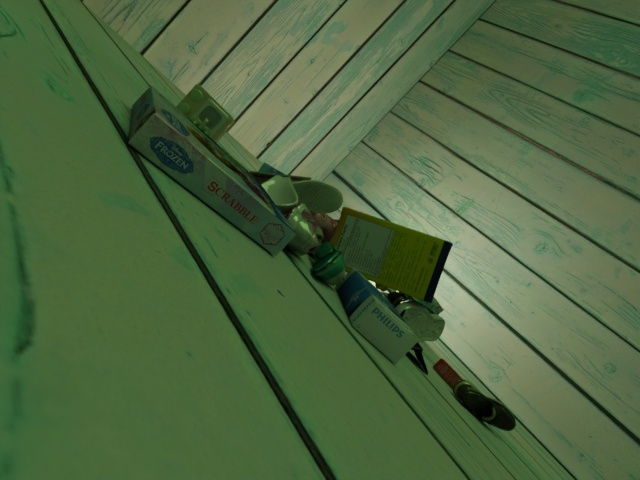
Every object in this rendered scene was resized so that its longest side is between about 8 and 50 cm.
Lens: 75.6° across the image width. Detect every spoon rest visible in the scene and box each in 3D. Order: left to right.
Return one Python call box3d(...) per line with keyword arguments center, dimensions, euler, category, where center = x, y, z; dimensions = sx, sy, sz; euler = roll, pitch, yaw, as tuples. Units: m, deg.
box3d(center=(-0.119, -0.128, 1.124), dimensions=(0.137, 0.084, 0.276), euler=(8, 15, 2), category="spoon rest")

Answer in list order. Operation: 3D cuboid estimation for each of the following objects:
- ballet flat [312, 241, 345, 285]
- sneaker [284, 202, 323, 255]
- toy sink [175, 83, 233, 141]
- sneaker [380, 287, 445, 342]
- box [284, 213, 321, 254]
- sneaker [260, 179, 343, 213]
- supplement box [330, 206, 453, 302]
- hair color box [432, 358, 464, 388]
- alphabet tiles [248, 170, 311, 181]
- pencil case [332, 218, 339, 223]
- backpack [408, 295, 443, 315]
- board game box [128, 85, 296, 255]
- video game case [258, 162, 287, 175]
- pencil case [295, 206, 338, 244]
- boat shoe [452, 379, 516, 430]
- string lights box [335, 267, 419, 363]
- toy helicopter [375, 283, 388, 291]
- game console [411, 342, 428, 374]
box3d(center=(0.030, 0.066, 1.047), dimensions=(0.087, 0.083, 0.247), euler=(58, 4, -9), category="ballet flat")
box3d(center=(-0.051, -0.017, 1.015), dimensions=(0.111, 0.103, 0.252), euler=(48, 10, -4), category="sneaker")
box3d(center=(-0.368, -0.391, 1.308), dimensions=(0.153, 0.131, 0.234), euler=(42, 5, -16), category="toy sink")
box3d(center=(0.254, 0.236, 1.384), dimensions=(0.236, 0.130, 0.322), euler=(27, 3, 42), category="sneaker")
box3d(center=(-0.050, -0.022, 1.238), dimensions=(0.145, 0.038, 0.186), euler=(54, -2, -42), category="box")
box3d(center=(-0.074, -0.158, 1.363), dimensions=(0.282, 0.102, 0.161), euler=(7, 9, -16), category="sneaker")
box3d(center=(0.219, 0.049, 1.342), dimensions=(0.356, 0.194, 0.195), euler=(20, -2, 15), category="supplement box")
box3d(center=(0.430, 0.449, 1.328), dimensions=(0.141, 0.043, 0.072), euler=(47, 4, 28), category="hair color box")
box3d(center=(-0.162, -0.206, 1.396), dimensions=(0.198, 0.009, 0.237), euler=(3, 0, -20), category="alphabet tiles")
box3d(center=(0.091, -0.005, 1.907), dimensions=(0.306, 0.119, 0.133), euler=(41, 31, -67), category="pencil case")
box3d(center=(0.441, 0.304, 1.952), dimensions=(0.225, 0.191, 0.253), euler=(43, -1, -7), category="backpack")
box3d(center=(-0.217, -0.145, 0.813), dimensions=(0.318, 0.066, 0.319), euler=(41, 5, -35), category="board game box")
box3d(center=(-0.137, -0.231, 1.930), dimensions=(0.269, 0.061, 0.244), euler=(33, -8, 21), category="video game case")
box3d(center=(0.003, -0.036, 1.503), dimensions=(0.284, 0.124, 0.124), euler=(41, 6, -46), category="pencil case")
box3d(center=(0.483, 0.495, 1.201), dimensions=(0.223, 0.080, 0.073), euler=(38, 11, -8), category="boat shoe")
box3d(center=(0.122, 0.162, 0.964), dimensions=(0.133, 0.077, 0.260), euler=(43, 5, -12), category="string lights box")
box3d(center=(0.242, 0.092, 1.737), dimensions=(0.140, 0.235, 0.355), euler=(32, 14, -21), category="toy helicopter")
box3d(center=(0.244, 0.308, 1.152), dimensions=(0.107, 0.071, 0.122), euler=(14, 6, -3), category="game console")
